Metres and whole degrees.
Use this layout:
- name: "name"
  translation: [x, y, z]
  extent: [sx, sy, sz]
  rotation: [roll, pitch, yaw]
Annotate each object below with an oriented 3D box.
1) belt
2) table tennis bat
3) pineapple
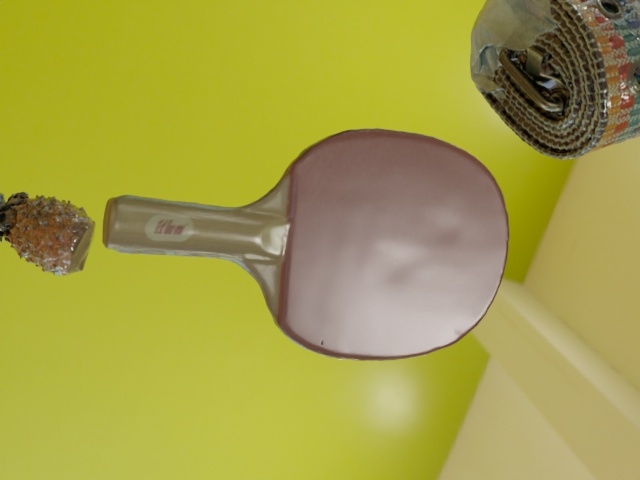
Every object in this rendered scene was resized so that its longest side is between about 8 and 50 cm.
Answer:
- name: "belt"
  translation: [0.306, -0.229, 1.239]
  extent: [0.257, 0.150, 0.207]
  rotation: [56, -32, 28]
- name: "table tennis bat"
  translation: [0.000, 0.000, 0.571]
  extent: [0.022, 0.246, 0.138]
  rotation: [-154, -109, -66]
- name: "pineapple"
  translation: [-0.408, -0.028, 1.366]
  extent: [0.108, 0.197, 0.108]
  rotation: [25, 90, -84]
